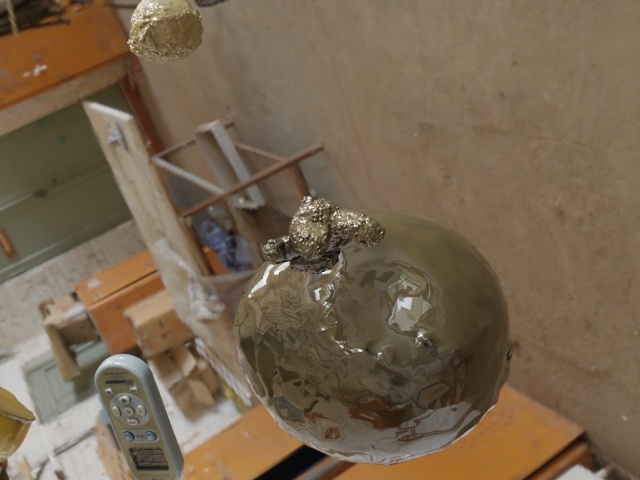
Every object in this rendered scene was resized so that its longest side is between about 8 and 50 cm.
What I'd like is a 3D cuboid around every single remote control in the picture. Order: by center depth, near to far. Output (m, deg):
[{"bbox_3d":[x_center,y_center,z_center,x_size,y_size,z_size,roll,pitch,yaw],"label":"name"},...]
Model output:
[{"bbox_3d":[-0.269,0.274,1.206,0.047,0.087,0.244,-73,-26,-61],"label":"remote control"}]

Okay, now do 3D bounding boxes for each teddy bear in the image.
[{"bbox_3d":[-0.002,-0.009,0.848,0.160,0.119,0.078,136,117,-73],"label":"teddy bear"}]

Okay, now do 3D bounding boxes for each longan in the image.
[{"bbox_3d":[0.097,0.150,1.275,0.404,0.435,0.404,22,117,51],"label":"longan"}]

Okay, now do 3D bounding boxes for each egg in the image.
[{"bbox_3d":[-0.251,-0.340,1.297,0.116,0.118,0.140,33,-173,5],"label":"egg"}]

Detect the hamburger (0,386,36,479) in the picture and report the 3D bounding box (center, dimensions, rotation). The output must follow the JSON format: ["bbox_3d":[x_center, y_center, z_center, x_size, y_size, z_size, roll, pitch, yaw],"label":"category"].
[{"bbox_3d":[-0.793,0.388,1.598,0.395,0.277,0.396,30,169,6],"label":"hamburger"}]

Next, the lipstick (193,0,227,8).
[{"bbox_3d":[-0.223,-0.513,1.526,0.253,0.078,0.077,-115,7,-57],"label":"lipstick"}]
